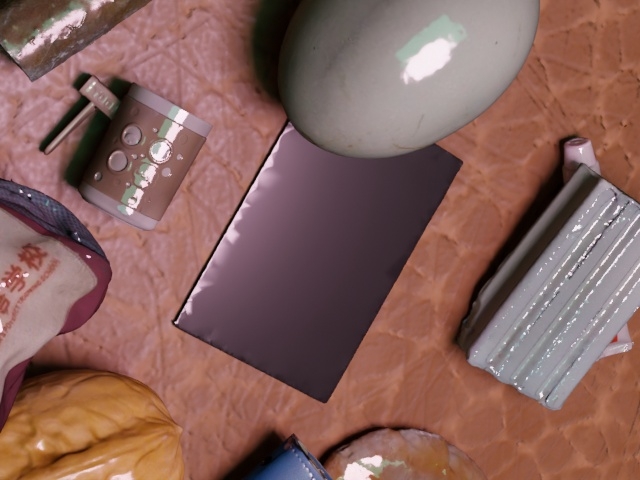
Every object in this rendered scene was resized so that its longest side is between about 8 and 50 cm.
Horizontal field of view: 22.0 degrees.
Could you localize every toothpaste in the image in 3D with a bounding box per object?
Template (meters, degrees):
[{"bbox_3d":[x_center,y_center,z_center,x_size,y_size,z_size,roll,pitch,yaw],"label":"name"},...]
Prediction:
[{"bbox_3d":[0.249,0.010,1.497,0.052,0.033,0.218,-18,114,-13],"label":"toothpaste"}]

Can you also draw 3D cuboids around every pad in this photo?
[{"bbox_3d":[0.000,0.000,1.397,0.170,0.006,0.245,29,91,-28],"label":"pad"}]

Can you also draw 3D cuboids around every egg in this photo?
[{"bbox_3d":[0.069,-0.160,1.296,0.231,0.168,0.168,-39,115,-8],"label":"egg"}]

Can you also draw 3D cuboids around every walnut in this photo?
[{"bbox_3d":[-0.204,0.182,1.274,0.207,0.159,0.159,-20,110,-13],"label":"walnut"}]

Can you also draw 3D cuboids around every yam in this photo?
[{"bbox_3d":[-0.174,-0.188,1.241,0.169,0.068,0.068,-36,114,-13],"label":"yam"}]

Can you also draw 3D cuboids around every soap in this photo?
[{"bbox_3d":[0.218,0.043,1.449,0.114,0.063,0.198,33,101,-25],"label":"soap"}]

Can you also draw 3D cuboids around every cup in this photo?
[{"bbox_3d":[-0.149,-0.069,1.276,0.102,0.074,0.099,28,91,-27],"label":"cup"}]

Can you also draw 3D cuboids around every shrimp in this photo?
[{"bbox_3d":[0.118,0.290,1.483,0.317,0.077,0.168,41,85,-20],"label":"shrimp"}]

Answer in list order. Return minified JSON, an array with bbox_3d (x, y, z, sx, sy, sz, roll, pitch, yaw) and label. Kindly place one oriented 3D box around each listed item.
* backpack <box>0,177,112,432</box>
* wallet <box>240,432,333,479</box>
[{"bbox_3d":[-0.343,0.043,1.151,0.317,0.197,0.283,33,69,-5],"label":"backpack"},{"bbox_3d":[-0.055,0.280,1.387,0.202,0.059,0.141,-40,94,-3],"label":"wallet"}]
